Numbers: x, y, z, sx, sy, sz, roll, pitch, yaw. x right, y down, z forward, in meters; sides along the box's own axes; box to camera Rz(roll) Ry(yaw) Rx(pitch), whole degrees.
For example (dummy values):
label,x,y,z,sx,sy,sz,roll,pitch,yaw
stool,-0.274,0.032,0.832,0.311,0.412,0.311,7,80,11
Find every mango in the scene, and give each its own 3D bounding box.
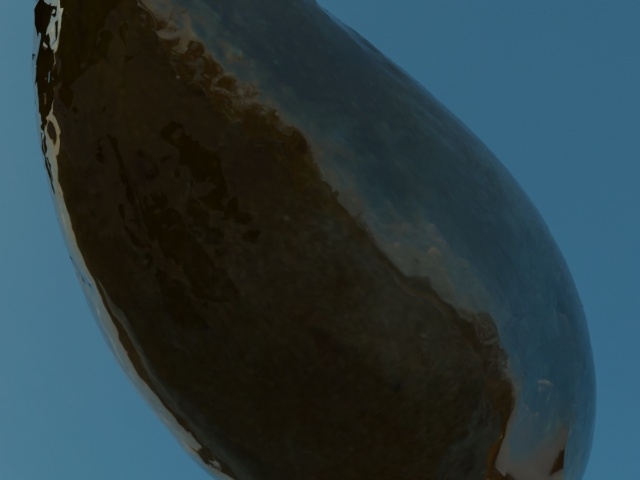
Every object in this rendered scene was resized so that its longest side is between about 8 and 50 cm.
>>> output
label,x,y,z,sx,sy,sz,roll,pitch,yaw
mango,0.000,0.000,0.395,0.146,0.193,0.316,-19,-67,34
